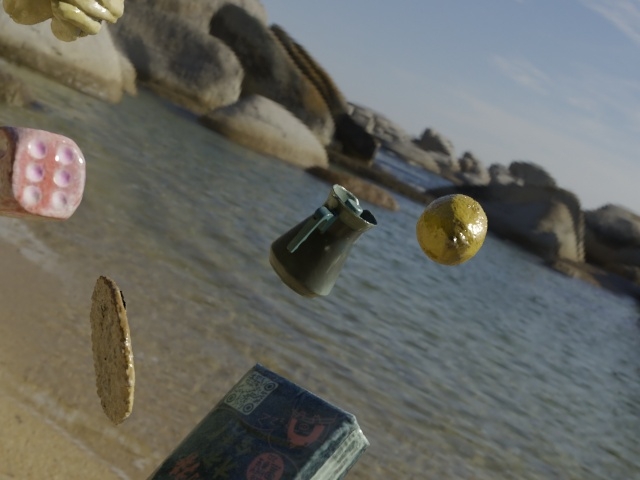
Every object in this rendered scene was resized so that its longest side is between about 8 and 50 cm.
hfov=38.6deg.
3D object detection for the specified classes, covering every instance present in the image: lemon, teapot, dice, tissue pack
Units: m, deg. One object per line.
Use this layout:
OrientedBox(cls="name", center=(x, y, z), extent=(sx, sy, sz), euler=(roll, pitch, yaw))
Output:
OrientedBox(cls="lemon", center=(0.160, -0.015, 1.104), extent=(0.082, 0.082, 0.110), euler=(26, 33, 14))
OrientedBox(cls="teapot", center=(0.000, 0.000, 2.001), extent=(0.171, 0.225, 0.203), euler=(46, 16, 21))
OrientedBox(cls="dice", center=(-0.318, -0.070, 0.992), extent=(0.091, 0.093, 0.094), euler=(1, -6, 43))
OrientedBox(cls="tissue pack", center=(-0.114, 0.337, 1.291), extent=(0.227, 0.316, 0.103), euler=(20, -32, 45))

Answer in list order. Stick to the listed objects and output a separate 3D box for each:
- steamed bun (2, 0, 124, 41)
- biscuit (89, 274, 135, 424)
OrientedBox(cls="steamed bun", center=(-0.509, -0.534, 1.804), extent=(0.372, 0.231, 0.324), euler=(-2, -15, 34))
OrientedBox(cls="biscuit", center=(-0.305, 0.159, 1.331), extent=(0.033, 0.220, 0.220), euler=(-5, 20, -25))
